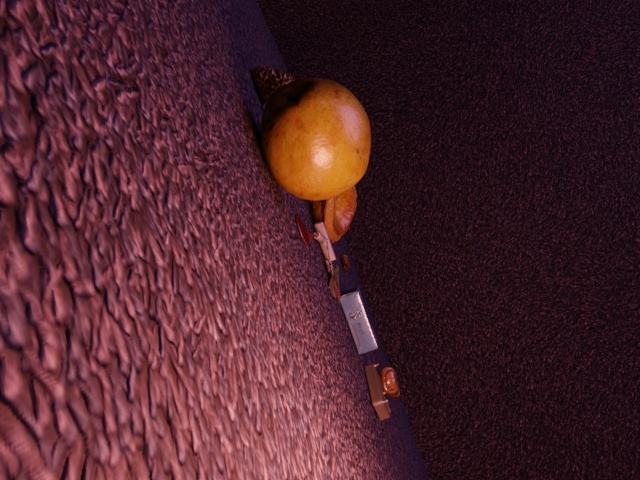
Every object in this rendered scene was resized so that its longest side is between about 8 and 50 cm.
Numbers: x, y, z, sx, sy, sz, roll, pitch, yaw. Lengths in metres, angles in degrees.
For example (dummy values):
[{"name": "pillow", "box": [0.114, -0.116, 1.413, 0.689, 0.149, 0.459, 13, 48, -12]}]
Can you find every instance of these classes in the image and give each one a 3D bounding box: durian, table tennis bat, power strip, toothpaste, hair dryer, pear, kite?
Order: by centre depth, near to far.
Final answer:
[{"name": "pear", "box": [-0.014, -0.270, 1.250, 0.304, 0.304, 0.303, -20, 90, -84]}, {"name": "table tennis bat", "box": [-0.048, -0.028, 1.482, 0.155, 0.019, 0.098, 35, 35, -76]}, {"name": "durian", "box": [-0.173, -0.526, 1.656, 0.182, 0.165, 0.132, -36, 149, -61]}, {"name": "kite", "box": [0.047, 0.125, 1.738, 0.229, 0.012, 0.249, -53, 130, -75]}, {"name": "hair dryer", "box": [0.002, 0.008, 1.769, 0.183, 0.044, 0.154, -8, 77, -79]}, {"name": "power strip", "box": [0.222, 0.571, 1.783, 0.215, 0.061, 0.145, -95, 164, -65]}, {"name": "toothpaste", "box": [0.043, 0.102, 1.832, 0.204, 0.032, 0.049, 31, 45, -77]}]

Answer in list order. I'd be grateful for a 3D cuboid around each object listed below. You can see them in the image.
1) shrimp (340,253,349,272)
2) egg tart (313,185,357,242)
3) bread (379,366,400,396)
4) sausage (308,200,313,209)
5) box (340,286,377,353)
[{"name": "shrimp", "box": [0.131, 0.132, 2.574, 0.180, 0.041, 0.099, -95, 179, -73]}, {"name": "egg tart", "box": [0.050, -0.145, 2.018, 0.319, 0.128, 0.318, 12, 90, -70]}, {"name": "bread", "box": [0.333, 0.688, 2.347, 0.225, 0.081, 0.134, 63, 14, -63]}, {"name": "sausage", "box": [-0.023, -0.142, 2.039, 0.025, 0.028, 0.198, 24, -16, 24]}, {"name": "box", "box": [0.147, 0.306, 1.876, 0.142, 0.083, 0.232, -6, 76, -85]}]
